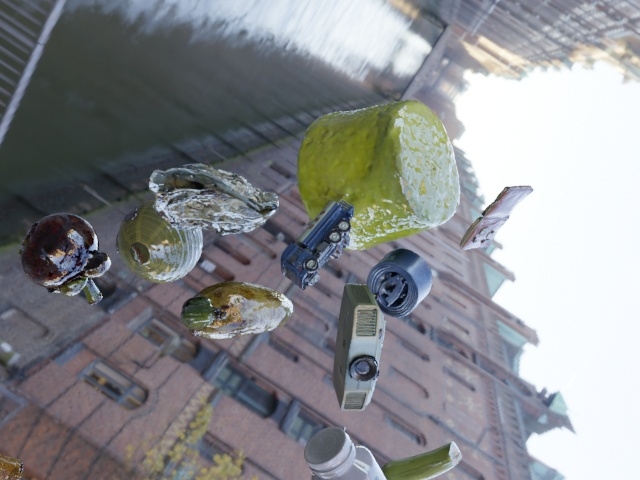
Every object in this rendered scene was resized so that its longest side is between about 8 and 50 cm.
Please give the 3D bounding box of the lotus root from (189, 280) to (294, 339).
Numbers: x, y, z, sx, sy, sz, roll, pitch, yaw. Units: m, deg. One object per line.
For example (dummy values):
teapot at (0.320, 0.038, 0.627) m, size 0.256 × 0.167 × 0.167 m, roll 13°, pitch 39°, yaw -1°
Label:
lotus root at (-0.144, 0.125, 1.241) m, size 0.097 × 0.110 × 0.258 m, roll -50°, pitch 154°, yaw 25°

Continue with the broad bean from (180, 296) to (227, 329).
broad bean at (-0.186, 0.112, 1.015) m, size 0.195 × 0.061 × 0.046 m, roll 174°, pitch -85°, yaw -73°

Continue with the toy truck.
toy truck at (0.000, 0.000, 1.345) m, size 0.202 × 0.088 × 0.074 m, roll -50°, pitch 164°, yaw -23°

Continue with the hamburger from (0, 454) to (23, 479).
hamburger at (-0.579, 0.409, 1.158) m, size 0.176 × 0.102 × 0.087 m, roll -12°, pitch -135°, yaw 59°

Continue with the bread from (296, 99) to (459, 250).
bread at (0.141, -0.162, 1.565) m, size 0.307 × 0.348 × 0.348 m, roll -14°, pitch -148°, yaw 45°

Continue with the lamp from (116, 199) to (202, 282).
lamp at (-0.474, 0.013, 1.914) m, size 0.250 × 0.250 × 0.284 m, roll -57°, pitch 178°, yaw 23°

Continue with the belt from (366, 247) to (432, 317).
belt at (0.192, 0.105, 1.627) m, size 0.082 × 0.141 × 0.190 m, roll -37°, pitch 163°, yaw -36°

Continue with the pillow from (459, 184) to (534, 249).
pillow at (0.460, -0.062, 1.751) m, size 0.126 × 0.043 × 0.233 m, roll -10°, pitch 144°, yaw -39°

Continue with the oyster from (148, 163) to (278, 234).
oyster at (-0.231, -0.092, 1.531) m, size 0.162 × 0.350 × 0.158 m, roll -3°, pitch -94°, yaw 47°

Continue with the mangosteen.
mangosteen at (-0.520, 0.029, 1.367) m, size 0.172 × 0.184 × 0.173 m, roll -159°, pitch -90°, yaw -82°

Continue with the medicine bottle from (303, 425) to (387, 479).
medicine bottle at (0.055, 0.472, 1.297) m, size 0.135 × 0.215 × 0.135 m, roll -23°, pitch -156°, yaw 11°

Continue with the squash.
squash at (0.283, 0.653, 1.913) m, size 0.250 × 0.083 × 0.083 m, roll -27°, pitch -170°, yaw 20°

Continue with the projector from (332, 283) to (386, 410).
projector at (0.089, 0.254, 1.545) m, size 0.193 × 0.088 × 0.270 m, roll -110°, pitch -155°, yaw -70°
